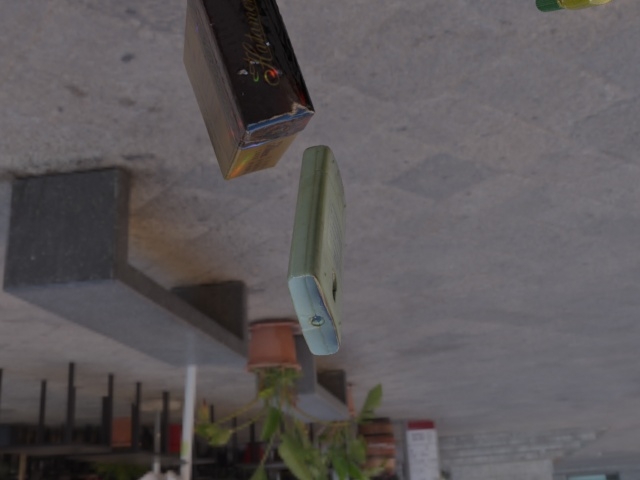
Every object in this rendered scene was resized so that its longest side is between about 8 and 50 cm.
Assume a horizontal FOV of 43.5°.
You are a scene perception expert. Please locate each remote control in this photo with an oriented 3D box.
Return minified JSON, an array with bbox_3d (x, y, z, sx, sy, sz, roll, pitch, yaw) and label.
[{"bbox_3d":[0.000,0.000,0.789,0.038,0.234,0.098,-10,126,10],"label":"remote control"}]

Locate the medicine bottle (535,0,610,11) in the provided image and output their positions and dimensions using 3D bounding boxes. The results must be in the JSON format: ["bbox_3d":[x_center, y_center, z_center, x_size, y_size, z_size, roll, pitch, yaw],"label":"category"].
[{"bbox_3d":[0.537,-0.522,1.697,0.095,0.064,0.260,-38,-163,-6],"label":"medicine bottle"}]

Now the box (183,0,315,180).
[{"bbox_3d":[-0.135,-0.267,1.341,0.115,0.265,0.415,-18,176,-13],"label":"box"}]
